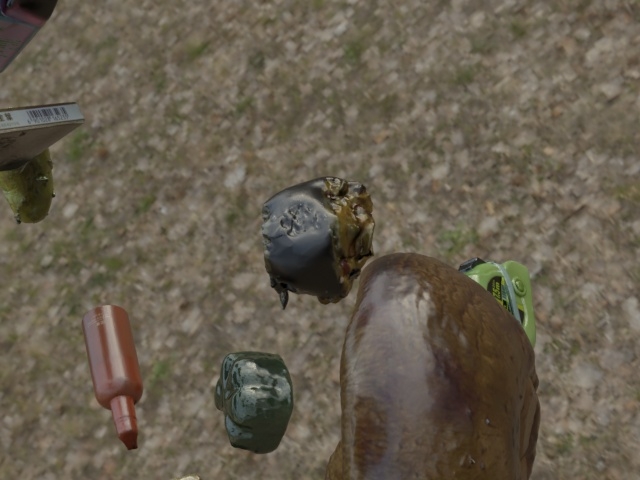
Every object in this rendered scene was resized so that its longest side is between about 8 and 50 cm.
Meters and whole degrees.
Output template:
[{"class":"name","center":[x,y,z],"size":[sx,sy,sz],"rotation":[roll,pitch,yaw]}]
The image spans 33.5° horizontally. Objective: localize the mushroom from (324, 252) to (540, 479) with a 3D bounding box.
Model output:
[{"class":"mushroom","center":[0.080,0.109,0.688],"size":[0.138,0.194,0.231],"rotation":[10,21,4]}]

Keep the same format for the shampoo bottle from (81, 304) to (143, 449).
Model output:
[{"class":"shampoo bottle","center":[-0.334,0.219,1.735],"size":[0.085,0.085,0.244],"rotation":[-34,51,17]}]

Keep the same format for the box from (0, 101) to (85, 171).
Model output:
[{"class":"box","center":[-0.533,-0.147,1.650],"size":[0.180,0.325,0.047],"rotation":[-27,87,28]}]

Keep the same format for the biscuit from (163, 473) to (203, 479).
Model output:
[{"class":"biscuit","center":[-0.256,0.537,1.820],"size":[0.217,0.044,0.325],"rotation":[-11,36,-23]}]

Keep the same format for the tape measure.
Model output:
[{"class":"tape measure","center":[0.246,0.106,1.549],"size":[0.087,0.154,0.177],"rotation":[-31,48,37]}]

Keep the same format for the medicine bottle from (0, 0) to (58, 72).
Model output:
[{"class":"medicine bottle","center":[-0.233,-0.204,0.749],"size":[0.188,0.094,0.119],"rotation":[-21,62,54]}]

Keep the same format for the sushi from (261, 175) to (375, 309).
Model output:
[{"class":"sushi","center":[0.000,0.003,1.862],"size":[0.204,0.200,0.213],"rotation":[-7,55,0]}]

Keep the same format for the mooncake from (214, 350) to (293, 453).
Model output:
[{"class":"mooncake","center":[-0.116,0.267,1.763],"size":[0.175,0.104,0.168],"rotation":[161,110,-66]}]

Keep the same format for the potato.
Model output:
[{"class":"potato","center":[-0.550,-0.137,1.958],"size":[0.117,0.225,0.090],"rotation":[-22,26,-28]}]
